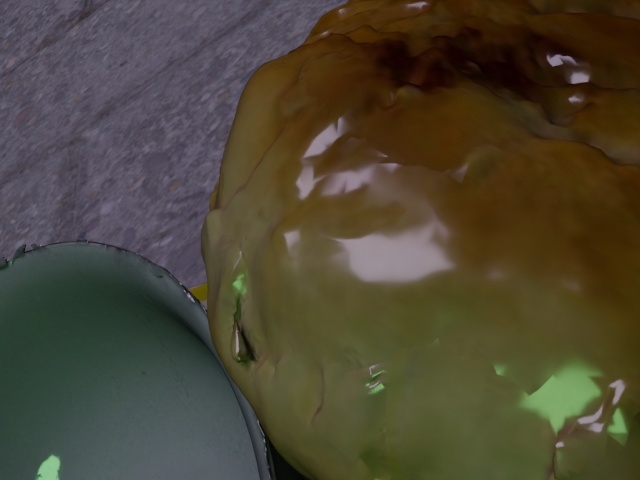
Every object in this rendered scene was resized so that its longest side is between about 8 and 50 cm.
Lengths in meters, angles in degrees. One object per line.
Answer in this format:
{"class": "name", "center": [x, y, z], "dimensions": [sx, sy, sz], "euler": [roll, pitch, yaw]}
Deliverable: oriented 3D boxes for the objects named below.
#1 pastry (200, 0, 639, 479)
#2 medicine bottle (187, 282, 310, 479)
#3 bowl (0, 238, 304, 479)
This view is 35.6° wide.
{"class": "pastry", "center": [0.137, 0.015, 0.527], "dimensions": [0.409, 0.245, 0.410], "euler": [4, 37, -3]}
{"class": "medicine bottle", "center": [-0.058, 0.142, 0.753], "dimensions": [0.122, 0.122, 0.212], "euler": [-34, 48, 11]}
{"class": "bowl", "center": [-0.117, 0.181, 0.613], "dimensions": [0.345, 0.157, 0.346], "euler": [-9, 74, 34]}
